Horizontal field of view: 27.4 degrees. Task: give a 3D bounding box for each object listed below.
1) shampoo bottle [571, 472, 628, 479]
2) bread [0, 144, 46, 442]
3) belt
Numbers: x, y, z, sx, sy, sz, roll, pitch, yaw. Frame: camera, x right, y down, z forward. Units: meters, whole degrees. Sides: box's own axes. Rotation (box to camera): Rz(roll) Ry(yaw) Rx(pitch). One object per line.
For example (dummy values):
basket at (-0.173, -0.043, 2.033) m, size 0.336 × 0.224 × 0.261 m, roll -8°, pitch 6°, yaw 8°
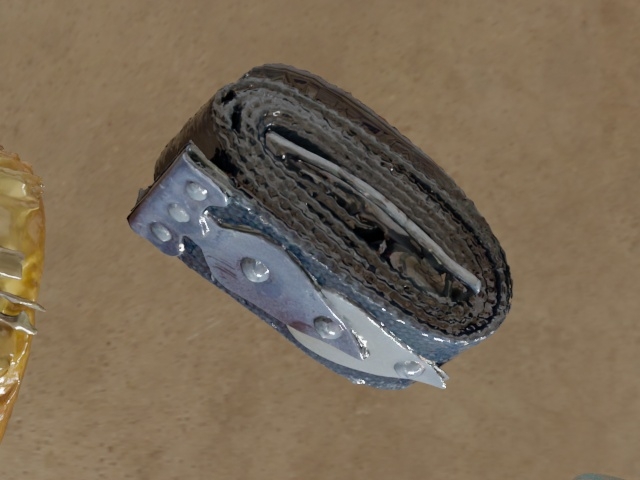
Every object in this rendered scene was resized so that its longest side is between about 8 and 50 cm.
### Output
shampoo bottle at (0.324, 0.426, 1.202) m, size 0.331 × 0.331 × 0.343 m, roll 19°, pitch 90°, yaw -19°
bread at (-0.338, 0.091, 1.086) m, size 0.183 × 0.389 × 0.236 m, roll 4°, pitch 35°, yaw -43°
belt at (0.001, 0.000, 0.798) m, size 0.218 × 0.128 × 0.122 m, roll 37°, pitch 53°, yaw -8°
